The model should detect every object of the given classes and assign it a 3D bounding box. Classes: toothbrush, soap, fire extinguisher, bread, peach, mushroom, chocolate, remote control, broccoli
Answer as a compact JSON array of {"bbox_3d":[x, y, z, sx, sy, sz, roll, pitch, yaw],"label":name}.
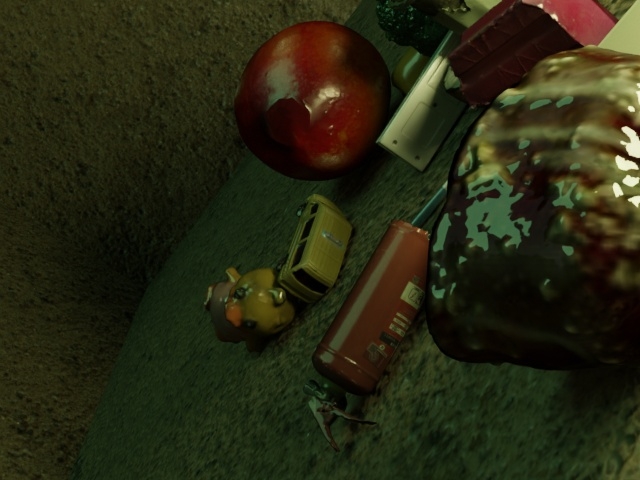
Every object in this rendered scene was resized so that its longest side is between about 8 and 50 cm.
[{"bbox_3d":[0.198,-0.070,1.424,0.276,0.019,0.025,-52,23,17],"label":"toothbrush"},{"bbox_3d":[0.300,-0.281,1.260,0.250,0.162,0.099,-28,31,59],"label":"soap"},{"bbox_3d":[0.080,0.140,1.227,0.147,0.106,0.337,21,77,49],"label":"fire extinguisher"},{"bbox_3d":[0.225,-0.394,1.879,0.173,0.085,0.134,-53,15,11],"label":"bread"},{"bbox_3d":[-0.015,-0.307,1.938,0.388,0.388,0.388,-51,16,20],"label":"peach"},{"bbox_3d":[0.267,-0.277,1.485,0.072,0.094,0.210,-55,13,26],"label":"mushroom"},{"bbox_3d":[0.260,-0.027,0.778,0.210,0.225,0.340,-3,54,56],"label":"chocolate"},{"bbox_3d":[0.223,-0.272,1.599,0.277,0.102,0.055,-57,8,1],"label":"remote control"},{"bbox_3d":[0.237,-0.507,1.703,0.270,0.269,0.270,-37,37,51],"label":"broccoli"}]

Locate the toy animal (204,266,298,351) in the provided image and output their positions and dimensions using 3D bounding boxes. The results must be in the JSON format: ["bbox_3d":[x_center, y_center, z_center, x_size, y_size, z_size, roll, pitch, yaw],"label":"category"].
[{"bbox_3d":[-0.140,0.140,1.803,0.169,0.196,0.281,-19,-2,-21],"label":"toy animal"}]

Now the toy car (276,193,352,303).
[{"bbox_3d":[0.000,0.000,1.746,0.124,0.101,0.257,-35,27,43],"label":"toy car"}]

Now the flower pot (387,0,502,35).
[{"bbox_3d":[0.291,-0.449,1.455,0.290,0.259,0.290,-49,17,20],"label":"flower pot"}]

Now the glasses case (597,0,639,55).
[{"bbox_3d":[0.433,-0.270,0.999,0.313,0.070,0.131,-52,16,19],"label":"glasses case"}]
